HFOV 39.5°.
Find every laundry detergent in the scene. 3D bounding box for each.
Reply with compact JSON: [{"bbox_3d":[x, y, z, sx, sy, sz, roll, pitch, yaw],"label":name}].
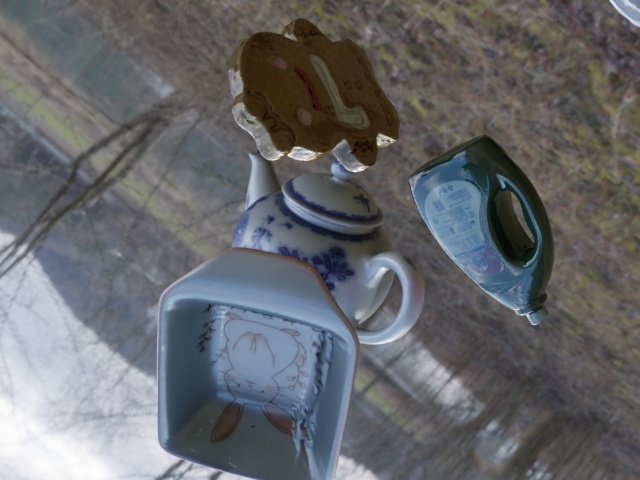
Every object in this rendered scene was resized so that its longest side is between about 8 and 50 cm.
[{"bbox_3d":[0.191,-0.005,0.957,0.137,0.063,0.210,-28,97,48],"label":"laundry detergent"}]

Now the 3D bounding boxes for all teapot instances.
[{"bbox_3d":[0.000,0.000,1.354,0.252,0.279,0.424,-3,-148,-42],"label":"teapot"}]

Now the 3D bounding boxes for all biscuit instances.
[{"bbox_3d":[-0.004,-0.155,0.939,0.249,0.035,0.184,-12,-106,-50],"label":"biscuit"}]

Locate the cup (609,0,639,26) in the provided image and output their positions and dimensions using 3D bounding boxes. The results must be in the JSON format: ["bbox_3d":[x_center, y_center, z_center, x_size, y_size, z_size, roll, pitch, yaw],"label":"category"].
[{"bbox_3d":[0.431,-0.336,1.028,0.167,0.202,0.221,49,169,21],"label":"cup"}]

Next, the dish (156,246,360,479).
[{"bbox_3d":[-0.046,0.093,0.706,0.154,0.064,0.234,13,130,6],"label":"dish"}]
